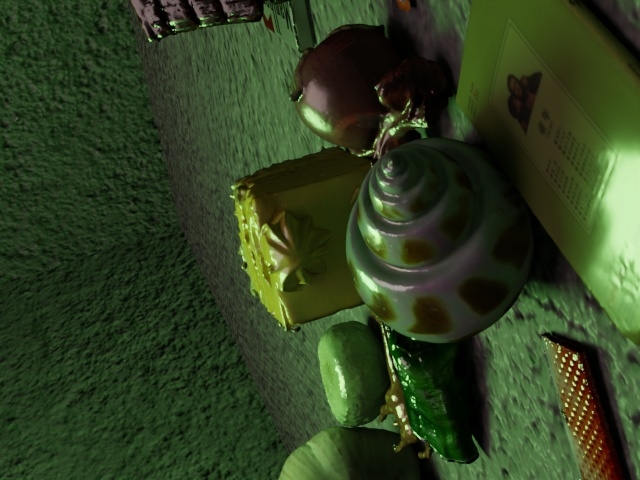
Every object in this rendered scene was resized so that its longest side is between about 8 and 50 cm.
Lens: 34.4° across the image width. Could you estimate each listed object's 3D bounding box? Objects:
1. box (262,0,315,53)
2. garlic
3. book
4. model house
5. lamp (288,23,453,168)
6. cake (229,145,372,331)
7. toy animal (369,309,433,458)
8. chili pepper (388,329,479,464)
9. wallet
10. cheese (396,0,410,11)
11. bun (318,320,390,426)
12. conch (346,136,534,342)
[{"bbox_3d":[-0.061,-0.388,1.705,0.177,0.036,0.115,-130,24,-55],"label":"box"},{"bbox_3d":[0.047,0.486,1.934,0.259,0.317,0.317,-152,44,-75],"label":"garlic"},{"bbox_3d":[0.229,-0.102,0.944,0.239,0.035,0.352,91,156,-52],"label":"book"},{"bbox_3d":[-0.169,-0.460,1.493,0.297,0.282,0.317,-154,46,-72],"label":"model house"},{"bbox_3d":[0.062,-0.191,1.301,0.223,0.151,0.215,29,152,11],"label":"lamp"},{"bbox_3d":[0.000,0.000,1.596,0.286,0.227,0.222,-144,37,-68],"label":"cake"},{"bbox_3d":[0.133,0.245,1.760,0.224,0.066,0.230,56,154,35],"label":"toy animal"},{"bbox_3d":[0.162,0.203,1.514,0.136,0.099,0.270,-111,6,-50],"label":"chili pepper"},{"bbox_3d":[0.294,0.202,1.149,0.103,0.020,0.197,-161,52,-74],"label":"wallet"},{"bbox_3d":[0.090,-0.326,1.226,0.047,0.017,0.111,-134,27,-67],"label":"cheese"},{"bbox_3d":[0.069,0.246,1.910,0.195,0.118,0.195,170,90,-76],"label":"bun"},{"bbox_3d":[0.126,-0.014,1.154,0.368,0.197,0.249,101,163,-61],"label":"conch"}]
